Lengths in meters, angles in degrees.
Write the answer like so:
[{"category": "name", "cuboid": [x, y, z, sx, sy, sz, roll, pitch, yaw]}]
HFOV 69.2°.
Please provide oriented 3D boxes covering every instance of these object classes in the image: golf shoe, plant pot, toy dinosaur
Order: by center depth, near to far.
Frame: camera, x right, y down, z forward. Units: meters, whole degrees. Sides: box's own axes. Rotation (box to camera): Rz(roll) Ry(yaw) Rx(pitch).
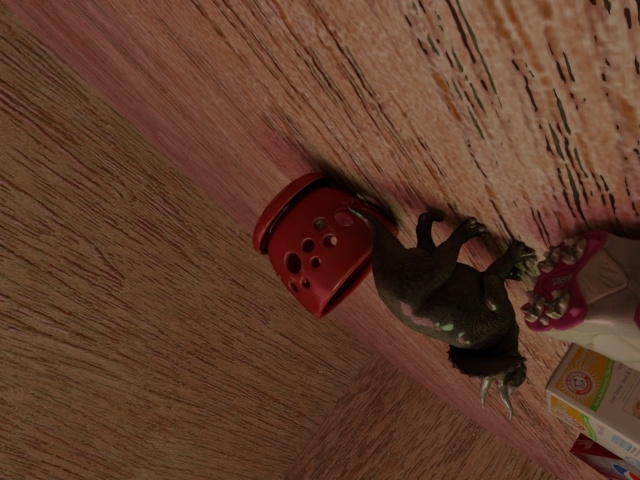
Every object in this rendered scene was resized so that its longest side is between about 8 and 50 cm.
[{"category": "golf shoe", "cuboid": [0.269, 0.048, 0.314, 0.140, 0.115, 0.306, 28, 176, -1]}, {"category": "toy dinosaur", "cuboid": [0.147, 0.056, 0.555, 0.313, 0.160, 0.121, 36, 169, 7]}, {"category": "plant pot", "cuboid": [0.000, 0.000, 0.738, 0.174, 0.191, 0.191, 42, 170, 11]}]

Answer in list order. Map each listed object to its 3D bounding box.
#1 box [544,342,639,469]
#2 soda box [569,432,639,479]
[{"category": "box", "cuboid": [0.380, 0.202, 0.532, 0.203, 0.103, 0.114, 30, 166, 37]}, {"category": "soda box", "cuboid": [0.485, 0.322, 0.713, 0.083, 0.092, 0.263, 33, 168, 20]}]
